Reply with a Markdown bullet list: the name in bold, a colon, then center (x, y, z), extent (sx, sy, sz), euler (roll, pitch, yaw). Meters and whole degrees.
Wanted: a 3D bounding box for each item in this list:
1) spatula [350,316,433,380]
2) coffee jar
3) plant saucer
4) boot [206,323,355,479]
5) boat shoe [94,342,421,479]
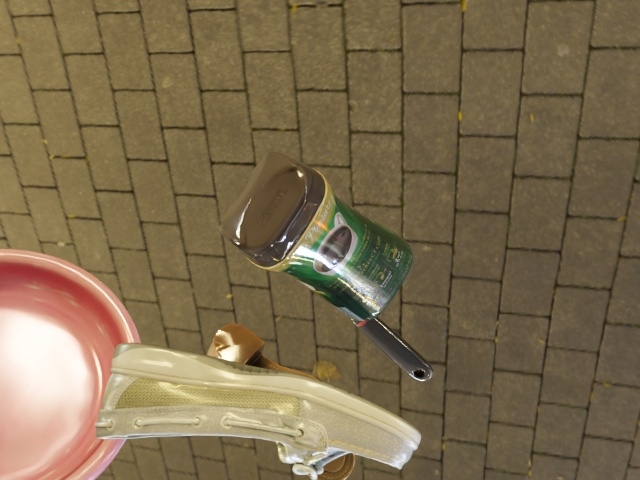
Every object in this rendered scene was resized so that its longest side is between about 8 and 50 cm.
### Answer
- **spatula**: center (0.027, 0.065, 0.712), extent (0.084, 0.030, 0.296), euler (-40, 99, 25)
- **coffee jar**: center (0.000, 0.000, 0.551), extent (0.184, 0.079, 0.096), euler (35, 88, -44)
- **plant saucer**: center (-0.383, 0.169, 0.719), extent (0.332, 0.332, 0.084), euler (31, 141, -1)
- **boot**: center (-0.077, 0.271, 0.940), extent (0.283, 0.109, 0.220), euler (39, 148, 13)
- **boat shoe**: center (-0.064, 0.181, 0.610), extent (0.321, 0.103, 0.118), euler (12, 164, 4)
